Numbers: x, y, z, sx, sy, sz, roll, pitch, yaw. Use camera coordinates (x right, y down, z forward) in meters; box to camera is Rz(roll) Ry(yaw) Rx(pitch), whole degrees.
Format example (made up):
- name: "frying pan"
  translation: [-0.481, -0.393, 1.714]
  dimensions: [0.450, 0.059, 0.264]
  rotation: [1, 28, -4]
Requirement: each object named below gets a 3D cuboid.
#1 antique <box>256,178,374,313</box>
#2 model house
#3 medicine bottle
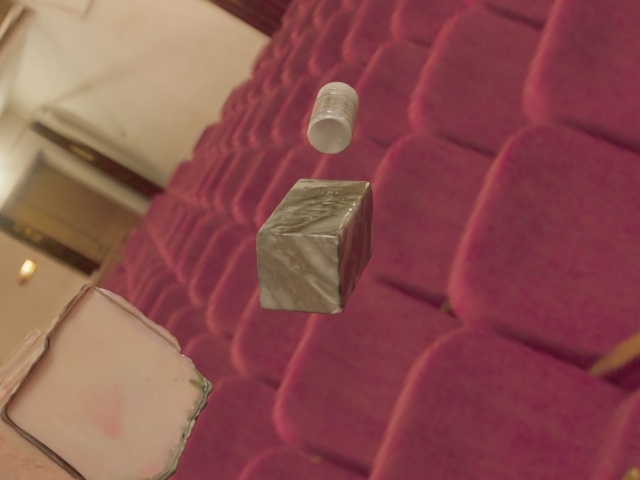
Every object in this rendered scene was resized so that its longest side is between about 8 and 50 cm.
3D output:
- name: "antique"
  translation: [0.000, 0.000, 1.375]
  dimensions: [0.183, 0.088, 0.086]
  rotation: [-58, -31, -64]
- name: "model house"
  translation: [-0.289, 0.224, 1.491]
  dimensions: [0.237, 0.202, 0.237]
  rotation: [-39, 19, 40]
- name: "medicine bottle"
  translation: [0.018, -0.157, 1.681]
  dimensions: [0.058, 0.058, 0.091]
  rotation: [-55, 13, 35]
